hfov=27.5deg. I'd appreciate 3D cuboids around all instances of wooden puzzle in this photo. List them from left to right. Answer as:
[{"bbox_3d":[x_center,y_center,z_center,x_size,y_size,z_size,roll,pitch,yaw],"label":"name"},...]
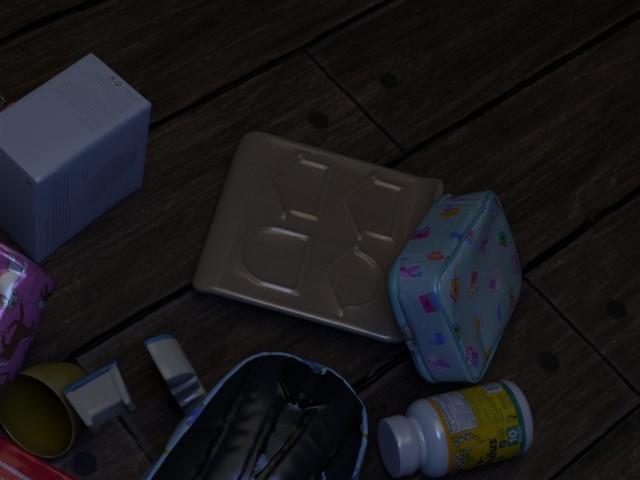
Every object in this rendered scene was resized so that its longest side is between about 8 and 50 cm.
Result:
[{"bbox_3d":[0.000,0.000,2.077,0.348,0.080,0.322,13,55,2],"label":"wooden puzzle"}]

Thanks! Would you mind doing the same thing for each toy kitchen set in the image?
[{"bbox_3d":[-0.261,0.201,1.826,0.166,0.207,0.122,-30,66,-8],"label":"toy kitchen set"}]

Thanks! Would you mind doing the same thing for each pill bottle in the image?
[{"bbox_3d":[0.194,0.280,1.904,0.208,0.117,0.117,-10,60,-19],"label":"pill bottle"}]

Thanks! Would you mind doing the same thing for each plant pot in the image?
[{"bbox_3d":[-0.373,0.223,1.827,0.134,0.134,0.095,34,35,11],"label":"plant pot"}]

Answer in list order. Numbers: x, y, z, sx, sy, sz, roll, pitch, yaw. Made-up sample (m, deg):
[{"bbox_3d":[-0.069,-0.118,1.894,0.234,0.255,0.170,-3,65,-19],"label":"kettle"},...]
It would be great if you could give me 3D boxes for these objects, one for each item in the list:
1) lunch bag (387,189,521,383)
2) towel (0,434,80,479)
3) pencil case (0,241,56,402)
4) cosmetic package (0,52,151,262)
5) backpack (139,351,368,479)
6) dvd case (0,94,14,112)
[{"bbox_3d":[0.207,0.076,1.971,0.108,0.224,0.279,-1,35,32],"label":"lunch bag"},{"bbox_3d":[-0.443,0.403,1.741,0.199,0.031,0.275,29,56,9],"label":"towel"},{"bbox_3d":[-0.507,0.179,1.730,0.167,0.160,0.386,14,73,40],"label":"pencil case"},{"bbox_3d":[-0.390,-0.124,1.980,0.138,0.224,0.225,40,58,14],"label":"cosmetic package"},{"bbox_3d":[-0.087,0.321,1.753,0.290,0.273,0.355,26,82,7],"label":"backpack"},{"bbox_3d":[-0.502,-0.179,2.120,0.119,0.013,0.087,33,57,11],"label":"dvd case"}]
